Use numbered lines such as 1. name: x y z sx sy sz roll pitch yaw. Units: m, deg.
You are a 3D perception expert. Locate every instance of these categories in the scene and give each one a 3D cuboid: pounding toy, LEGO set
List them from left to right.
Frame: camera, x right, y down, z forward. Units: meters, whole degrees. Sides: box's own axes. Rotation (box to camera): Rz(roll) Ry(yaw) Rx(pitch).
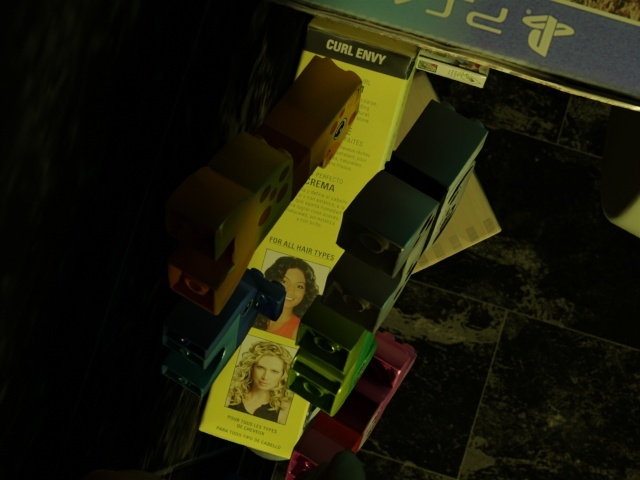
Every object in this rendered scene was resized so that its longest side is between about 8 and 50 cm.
1. LEGO set: 0.000 0.000 0.495 0.093 0.087 0.227 -55 170 -26
2. pounding toy: 0.055 -0.078 1.109 0.181 0.094 0.206 64 6 -4

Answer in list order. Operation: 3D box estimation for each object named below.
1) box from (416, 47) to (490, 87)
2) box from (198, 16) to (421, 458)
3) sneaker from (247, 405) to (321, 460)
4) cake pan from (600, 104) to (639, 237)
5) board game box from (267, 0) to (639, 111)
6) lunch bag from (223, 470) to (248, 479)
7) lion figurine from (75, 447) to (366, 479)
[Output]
1. box: 0.122 -0.251 1.287 0.036 0.114 0.207 91 16 -81
2. box: -0.004 -0.006 0.766 0.087 0.058 0.232 -67 173 -68
3. sneaker: 0.003 0.048 1.058 0.121 0.079 0.217 103 5 -64
4. cake pan: 0.168 -0.121 0.521 0.293 0.054 0.293 17 90 -88
5. board game box: 0.097 -0.225 0.523 0.232 0.141 0.291 -66 173 -68
6. lunch bag: -0.068 0.336 1.162 0.293 0.138 0.221 124 -17 -65
7. lion figurine: -0.055 0.259 0.394 0.240 0.142 0.392 116 -10 -68
